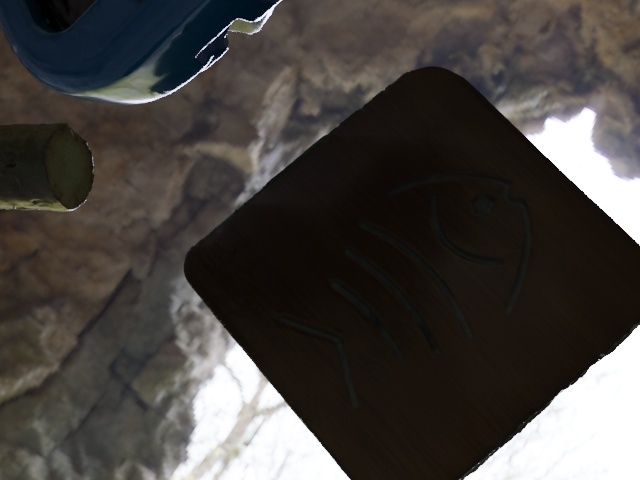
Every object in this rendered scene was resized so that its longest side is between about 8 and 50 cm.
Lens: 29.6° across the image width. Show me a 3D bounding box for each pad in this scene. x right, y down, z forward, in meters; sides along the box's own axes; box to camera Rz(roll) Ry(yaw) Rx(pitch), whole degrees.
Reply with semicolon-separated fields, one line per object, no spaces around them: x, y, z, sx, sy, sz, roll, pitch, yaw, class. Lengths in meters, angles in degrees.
0.076;0.026;0.941;0.286;0.284;0.018;48;-7;22;pad

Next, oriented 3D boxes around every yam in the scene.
-0.386;-0.089;1.474;0.194;0.107;0.107;1;-40;19;yam

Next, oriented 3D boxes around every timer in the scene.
-0.105;-0.274;0.811;0.340;0.115;0.309;-37;-116;30;timer

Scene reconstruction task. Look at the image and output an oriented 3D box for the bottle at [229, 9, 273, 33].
-0.080;-0.336;1.276;0.083;0.083;0.270;27;-36;13;bottle
